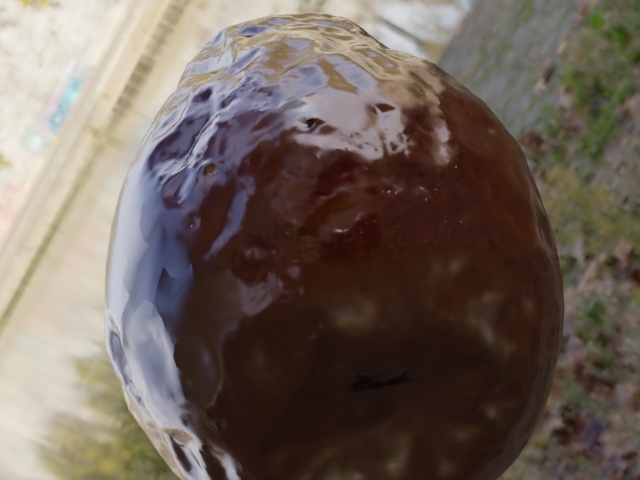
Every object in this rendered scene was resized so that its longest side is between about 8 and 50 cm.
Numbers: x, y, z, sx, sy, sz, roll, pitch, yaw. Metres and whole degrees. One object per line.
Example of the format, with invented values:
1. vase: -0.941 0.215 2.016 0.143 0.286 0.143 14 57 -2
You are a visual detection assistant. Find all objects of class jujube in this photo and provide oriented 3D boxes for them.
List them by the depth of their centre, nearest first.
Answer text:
1. jujube: 0.000 0.000 0.569 0.190 0.190 0.255 -56 21 27
